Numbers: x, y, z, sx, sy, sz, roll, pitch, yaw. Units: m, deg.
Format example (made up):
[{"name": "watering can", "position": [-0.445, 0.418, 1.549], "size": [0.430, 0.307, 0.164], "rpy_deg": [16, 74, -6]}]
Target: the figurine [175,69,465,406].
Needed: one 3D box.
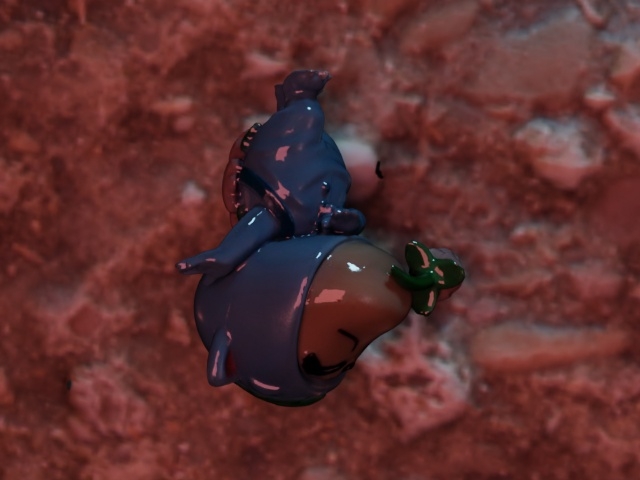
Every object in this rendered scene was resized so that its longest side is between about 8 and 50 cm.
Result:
[{"name": "figurine", "position": [0.004, 0.000, 0.958], "size": [0.144, 0.114, 0.178], "rpy_deg": [1, 85, 11]}]
